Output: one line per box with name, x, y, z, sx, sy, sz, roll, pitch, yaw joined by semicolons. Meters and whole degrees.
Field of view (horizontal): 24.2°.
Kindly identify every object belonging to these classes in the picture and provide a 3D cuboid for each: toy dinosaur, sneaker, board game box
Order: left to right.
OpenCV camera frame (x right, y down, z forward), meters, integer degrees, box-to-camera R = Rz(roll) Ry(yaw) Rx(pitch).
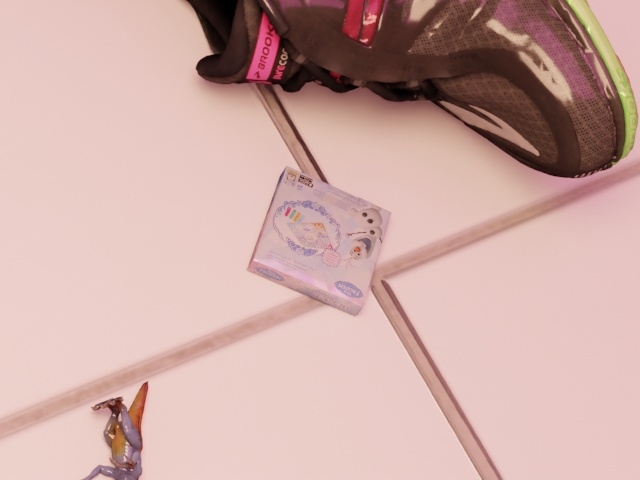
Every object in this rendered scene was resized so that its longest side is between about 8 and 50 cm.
toy dinosaur;-0.124;0.143;0.987;0.090;0.047;0.082;-24;92;-41
board game box;0.000;0.000;1.124;0.090;0.020;0.090;24;56;-8
sneaker;0.014;-0.168;1.147;0.483;0.185;0.202;30;63;8
